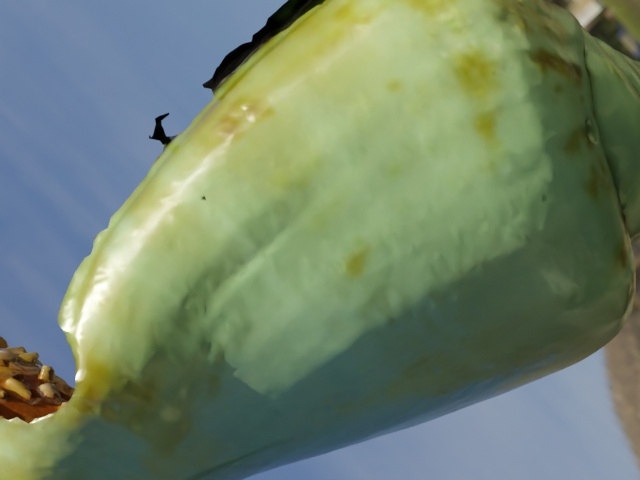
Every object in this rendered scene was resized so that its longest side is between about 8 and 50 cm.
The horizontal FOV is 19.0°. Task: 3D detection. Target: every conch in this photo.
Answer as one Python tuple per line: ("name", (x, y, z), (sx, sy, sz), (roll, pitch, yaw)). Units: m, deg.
("conch", (0.000, 0.000, 0.389), (0.079, 0.170, 0.106), (27, 147, 62))

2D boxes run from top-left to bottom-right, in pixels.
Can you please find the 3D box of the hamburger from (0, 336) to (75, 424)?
("hamburger", (-0.185, 0.170, 0.714), (0.291, 0.291, 0.225), (-116, 9, -49))
